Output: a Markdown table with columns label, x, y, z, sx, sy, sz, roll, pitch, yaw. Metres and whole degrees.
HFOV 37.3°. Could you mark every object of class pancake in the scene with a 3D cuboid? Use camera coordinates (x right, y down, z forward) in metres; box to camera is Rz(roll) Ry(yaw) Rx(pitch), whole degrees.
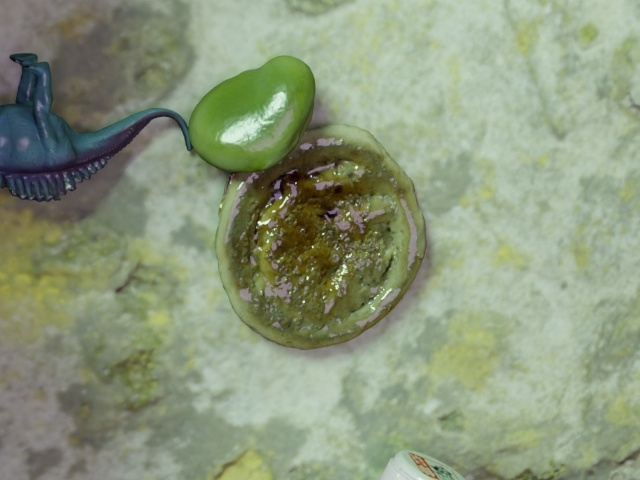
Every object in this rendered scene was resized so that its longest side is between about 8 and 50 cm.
| label | x | y | z | sx | sy | sz | roll | pitch | yaw |
| --- | --- | --- | --- | --- | --- | --- | --- | --- | --- |
| pancake | -0.001 | 0.000 | 0.610 | 0.152 | 0.025 | 0.151 | -5 | 108 | -17 |

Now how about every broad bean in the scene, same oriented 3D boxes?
| label | x | y | z | sx | sy | sz | roll | pitch | yaw |
| --- | --- | --- | --- | --- | --- | --- | --- | --- | --- |
| broad bean | -0.038 | -0.073 | 0.564 | 0.083 | 0.045 | 0.063 | -36 | 74 | -7 |

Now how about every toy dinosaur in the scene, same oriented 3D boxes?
| label | x | y | z | sx | sy | sz | roll | pitch | yaw |
| --- | --- | --- | --- | --- | --- | --- | --- | --- | --- |
| toy dinosaur | -0.164 | -0.062 | 0.529 | 0.197 | 0.045 | 0.080 | -9 | 109 | -28 |

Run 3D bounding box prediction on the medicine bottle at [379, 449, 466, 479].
| label | x | y | z | sx | sy | sz | roll | pitch | yaw |
| --- | --- | --- | --- | --- | --- | --- | --- | --- | --- |
| medicine bottle | 0.033 | 0.255 | 0.661 | 0.115 | 0.078 | 0.219 | 23 | 96 | -20 |
